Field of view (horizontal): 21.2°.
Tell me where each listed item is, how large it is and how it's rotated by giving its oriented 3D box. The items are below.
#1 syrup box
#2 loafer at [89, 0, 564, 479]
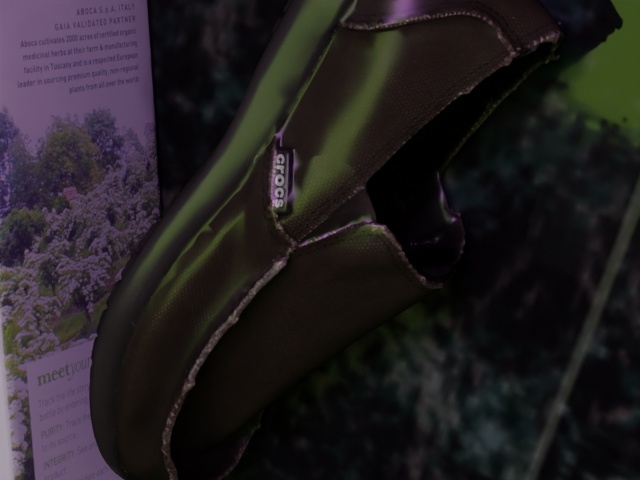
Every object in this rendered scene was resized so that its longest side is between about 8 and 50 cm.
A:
[{"bbox_3d":[-0.117,-0.001,0.584,0.096,0.093,0.236,2,101,29],"label":"syrup box"},{"bbox_3d":[0.000,0.000,0.527,0.078,0.080,0.220,37,115,18],"label":"loafer"}]
